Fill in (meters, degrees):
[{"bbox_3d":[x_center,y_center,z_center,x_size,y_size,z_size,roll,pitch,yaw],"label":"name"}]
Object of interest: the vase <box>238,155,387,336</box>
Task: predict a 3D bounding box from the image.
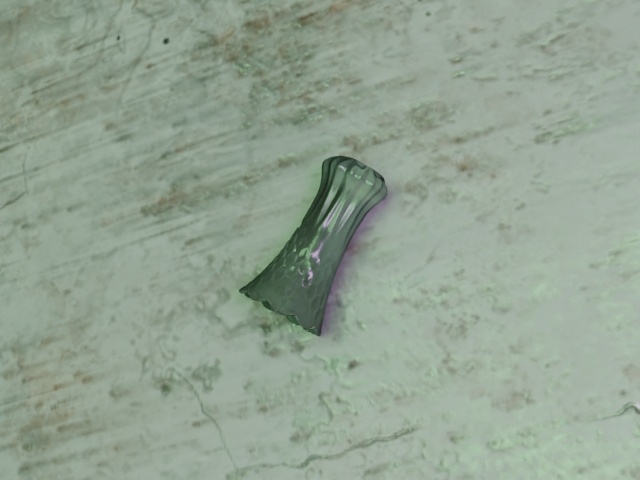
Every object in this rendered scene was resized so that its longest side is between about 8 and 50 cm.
[{"bbox_3d":[0.000,0.000,0.951,0.081,0.081,0.149,27,85,23],"label":"vase"}]
